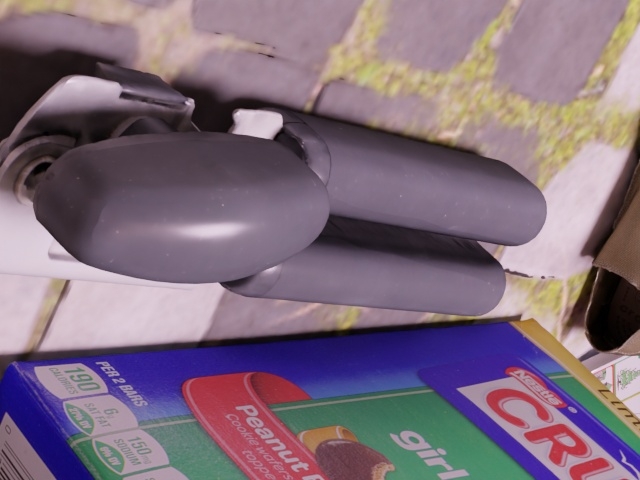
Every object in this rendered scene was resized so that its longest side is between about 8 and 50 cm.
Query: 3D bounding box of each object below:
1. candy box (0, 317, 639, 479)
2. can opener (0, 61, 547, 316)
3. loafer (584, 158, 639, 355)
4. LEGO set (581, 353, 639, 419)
[{"bbox_3d":[0.052,0.161,0.642,0.317,0.268,0.122,0,124,-46],"label":"candy box"},{"bbox_3d":[0.000,0.000,0.595,0.283,0.095,0.076,8,116,-48],"label":"can opener"},{"bbox_3d":[0.170,0.005,0.800,0.050,0.056,0.148,-26,137,-36],"label":"loafer"},{"bbox_3d":[0.224,0.111,0.973,0.182,0.060,0.244,-24,136,-12],"label":"LEGO set"}]
